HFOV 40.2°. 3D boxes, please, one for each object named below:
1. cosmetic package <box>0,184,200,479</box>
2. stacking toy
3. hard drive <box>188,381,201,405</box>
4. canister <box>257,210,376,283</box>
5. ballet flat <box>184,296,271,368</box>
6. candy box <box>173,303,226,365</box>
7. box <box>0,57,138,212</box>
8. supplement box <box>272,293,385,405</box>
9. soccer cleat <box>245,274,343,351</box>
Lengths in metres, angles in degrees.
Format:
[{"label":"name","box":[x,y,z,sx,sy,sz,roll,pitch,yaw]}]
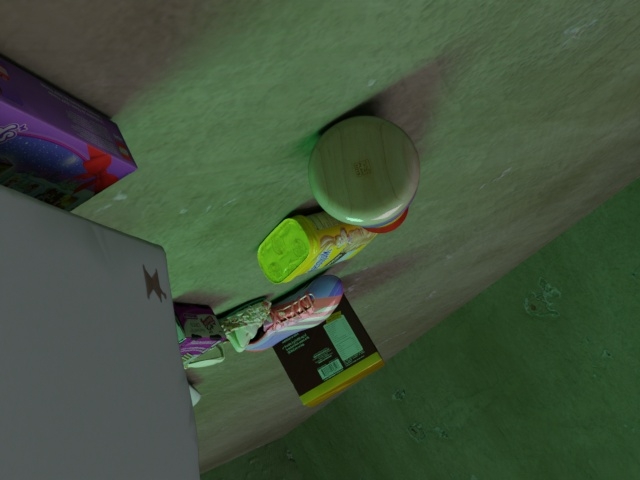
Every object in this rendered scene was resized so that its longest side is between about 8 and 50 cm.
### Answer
[{"label":"cosmetic package","box":[-0.336,0.175,0.683,0.393,0.329,0.327,-14,167,11]},{"label":"stacking toy","box":[0.077,-0.066,1.237,0.141,0.141,0.330,-31,168,3]},{"label":"hard drive","box":[-0.372,0.375,1.844,0.233,0.047,0.353,-43,168,-11]},{"label":"canister","box":[0.000,0.000,1.398,0.170,0.073,0.126,-17,160,-44]},{"label":"ballet flat","box":[-0.185,0.184,1.630,0.241,0.077,0.091,-23,162,-27]},{"label":"candy box","box":[-0.295,0.197,1.480,0.233,0.071,0.159,-33,165,13]},{"label":"box","box":[-0.301,-0.060,0.693,0.201,0.057,0.293,-31,165,9]},{"label":"supplement box","box":[0.006,0.226,1.881,0.191,0.194,0.129,-30,165,0]},{"label":"soccer cleat","box":[-0.065,0.147,1.733,0.248,0.083,0.095,-32,160,17]}]
